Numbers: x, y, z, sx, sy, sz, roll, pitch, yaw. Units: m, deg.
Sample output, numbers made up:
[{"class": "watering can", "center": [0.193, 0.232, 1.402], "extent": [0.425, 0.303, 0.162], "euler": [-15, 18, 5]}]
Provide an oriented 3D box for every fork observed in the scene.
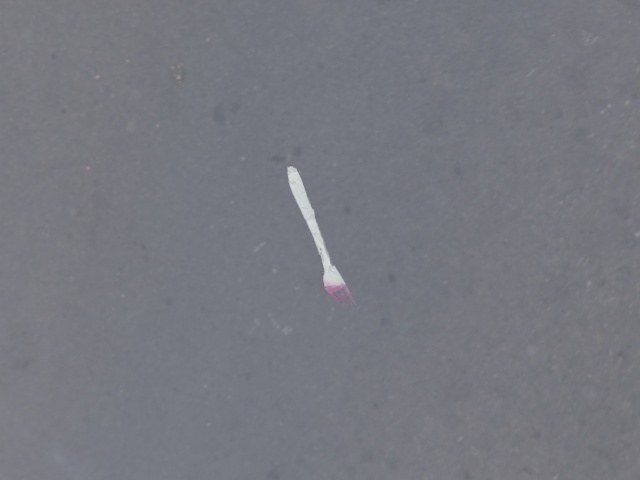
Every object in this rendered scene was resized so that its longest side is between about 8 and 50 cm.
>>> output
[{"class": "fork", "center": [0.000, 0.001, 0.607], "extent": [0.016, 0.012, 0.115], "euler": [-13, 121, 14]}]
